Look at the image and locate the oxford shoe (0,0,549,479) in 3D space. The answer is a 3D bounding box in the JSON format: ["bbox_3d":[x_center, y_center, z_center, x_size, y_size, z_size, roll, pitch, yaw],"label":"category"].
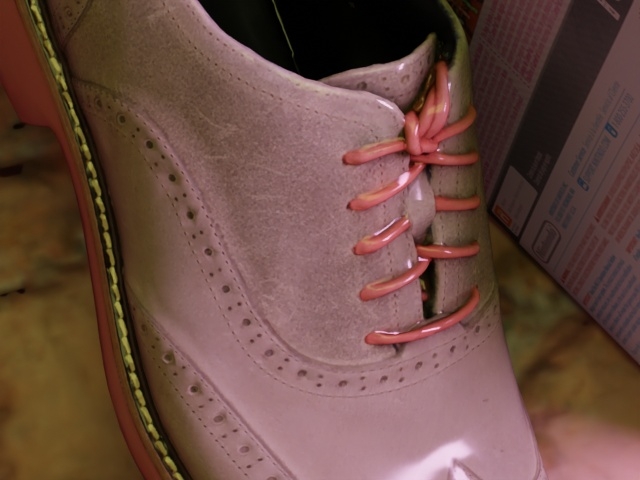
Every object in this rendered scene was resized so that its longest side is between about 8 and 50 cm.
[{"bbox_3d":[0.000,0.000,0.610,0.123,0.130,0.348,-31,94,-37],"label":"oxford shoe"}]

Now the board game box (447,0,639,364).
[{"bbox_3d":[0.079,-0.095,0.644,0.097,0.224,0.303,-41,79,-16],"label":"board game box"}]
